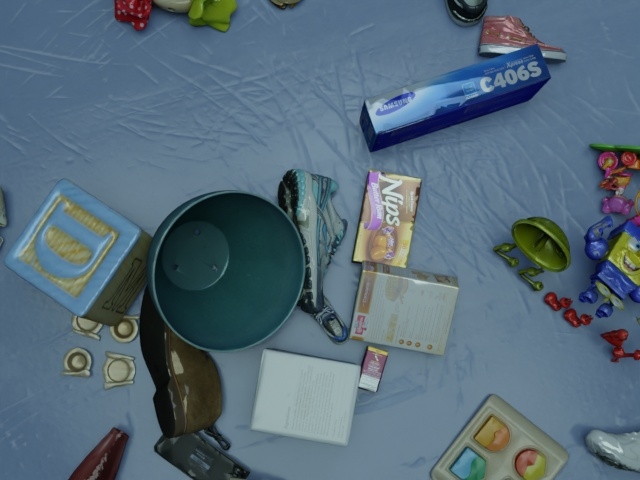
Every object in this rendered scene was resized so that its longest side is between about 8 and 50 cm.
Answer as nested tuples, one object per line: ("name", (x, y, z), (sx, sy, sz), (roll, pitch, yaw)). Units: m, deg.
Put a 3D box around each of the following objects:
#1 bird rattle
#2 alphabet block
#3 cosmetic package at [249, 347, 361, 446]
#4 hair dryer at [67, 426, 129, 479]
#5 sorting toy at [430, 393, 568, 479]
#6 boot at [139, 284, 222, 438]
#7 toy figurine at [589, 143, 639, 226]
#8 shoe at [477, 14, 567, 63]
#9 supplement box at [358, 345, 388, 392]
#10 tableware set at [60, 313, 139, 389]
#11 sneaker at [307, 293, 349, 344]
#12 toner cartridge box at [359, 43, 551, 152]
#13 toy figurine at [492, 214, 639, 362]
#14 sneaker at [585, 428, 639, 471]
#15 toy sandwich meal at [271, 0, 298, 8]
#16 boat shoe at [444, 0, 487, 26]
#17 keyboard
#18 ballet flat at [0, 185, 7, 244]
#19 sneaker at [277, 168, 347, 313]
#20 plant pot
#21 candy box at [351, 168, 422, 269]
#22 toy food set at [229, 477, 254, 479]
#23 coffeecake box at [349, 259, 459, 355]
("bird rattle", (-0.291, -0.512, 1.850), (0.254, 0.143, 0.207), (7, 72, 13))
("alphabet block", (-0.431, 0.027, 1.716), (0.192, 0.197, 0.193), (34, 84, 11))
("cosmetic package", (-0.029, 0.290, 1.726), (0.184, 0.151, 0.151), (10, 83, -1))
("hair dryer", (-0.384, 0.502, 1.750), (0.224, 0.080, 0.293), (-8, 89, -18))
("sorting toy", (0.346, 0.432, 1.773), (0.193, 0.038, 0.208), (38, 84, 3))
("boot", (-0.270, 0.219, 1.773), (0.115, 0.112, 0.305), (-6, 76, -33))
("toy figurine", (0.604, -0.102, 1.812), (0.173, 0.130, 0.159), (10, 93, 22))
("shoe", (0.409, -0.405, 1.854), (0.178, 0.063, 0.081), (7, 89, 4))
("supplement box", (0.099, 0.248, 1.781), (0.043, 0.055, 0.083), (17, 84, 1))
("tableware set", (-0.425, 0.204, 1.794), (0.141, 0.020, 0.168), (7, 84, 0))
("sneaker", (0.009, 0.143, 1.790), (0.052, 0.058, 0.135), (-43, 85, -5))
("toner cartridge box", (0.253, -0.272, 1.787), (0.348, 0.165, 0.075), (-18, 83, -4))
("toy figurine", (0.544, 0.038, 1.768), (0.362, 0.191, 0.217), (43, 71, 3))
("sneaker", (0.618, 0.393, 1.768), (0.232, 0.090, 0.115), (22, 77, -8))
("toy sandwich meal", (-0.067, -0.509, 1.877), (0.086, 0.029, 0.085), (1, 72, -2))
("boat shoe", (0.275, -0.587, 1.858), (0.114, 0.091, 0.302), (-20, 85, -3))
("keyboard", (-0.220, 0.410, 1.775), (0.180, 0.023, 0.108), (36, 91, 2))
("ballet flat", (-0.643, -0.024, 1.807), (0.052, 0.057, 0.168), (21, 87, -27))
("sneaker", (0.000, 0.000, 1.775), (0.122, 0.110, 0.283), (2, 77, -26))
("plant pot", (-0.200, 0.042, 1.708), (0.290, 0.195, 0.290), (-5, 101, -28))
("candy box", (0.131, -0.039, 1.815), (0.109, 0.053, 0.186), (11, 85, 0))
("toy food set", (-0.135, 0.552, 1.743), (0.128, 0.071, 0.217), (6, 85, -24))
("coffeecake box", (0.158, 0.129, 1.766), (0.185, 0.068, 0.142), (11, 106, 0))
